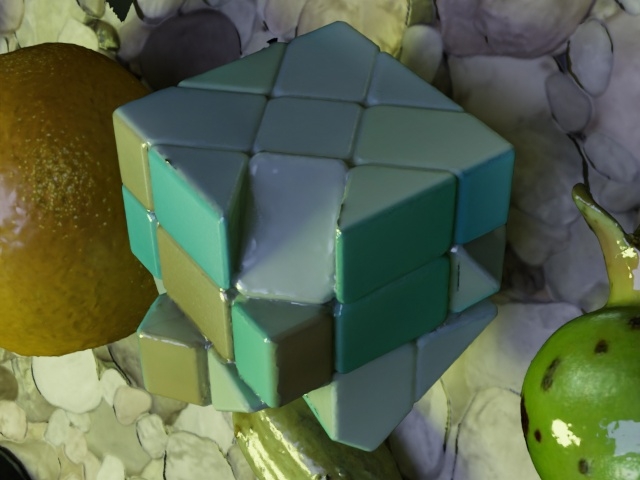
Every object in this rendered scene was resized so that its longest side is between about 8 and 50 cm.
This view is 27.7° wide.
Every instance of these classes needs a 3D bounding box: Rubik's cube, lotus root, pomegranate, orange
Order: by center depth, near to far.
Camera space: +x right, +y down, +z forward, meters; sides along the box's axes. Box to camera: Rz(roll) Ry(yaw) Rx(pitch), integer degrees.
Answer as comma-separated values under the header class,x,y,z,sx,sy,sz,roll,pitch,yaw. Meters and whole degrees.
class,x,y,z,sx,sy,sz,roll,pitch,yaw
pomegranate,0.185,0.074,0.773,0.156,0.156,0.220,-27,65,35
Rubik's cube,0.000,0.000,0.842,0.224,0.265,0.213,44,148,39
lotus root,0.007,0.167,0.950,0.183,0.077,0.090,46,129,21
orange,-0.199,-0.031,0.961,0.236,0.236,0.236,8,105,33

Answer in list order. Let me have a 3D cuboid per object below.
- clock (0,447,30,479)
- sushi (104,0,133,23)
class,x,y,z,sx,sy,sz,roll,pitch,yaw
clock,-0.333,0.276,1.230,0.184,0.040,0.184,8,105,32
sushi,-0.117,-0.287,0.951,0.192,0.050,0.215,50,121,45
